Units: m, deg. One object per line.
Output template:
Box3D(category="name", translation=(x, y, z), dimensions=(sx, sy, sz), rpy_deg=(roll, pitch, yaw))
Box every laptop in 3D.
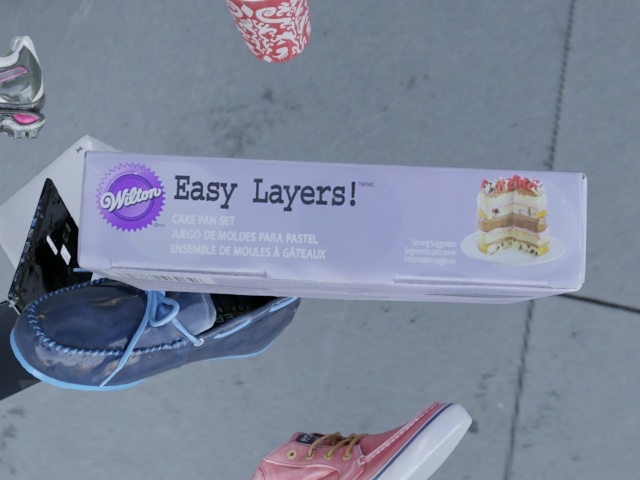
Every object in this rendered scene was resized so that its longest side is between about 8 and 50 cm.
Box3D(category="laptop", translation=(-0.409, 0.081, 1.657), dimensions=(0.136, 0.234, 0.264), rpy_deg=(8, 64, 9))

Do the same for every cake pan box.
Box3D(category="cake pan box", translation=(0.000, 0.000, 0.755), dimensions=(0.267, 0.246, 0.070), rpy_deg=(2, 84, 1))

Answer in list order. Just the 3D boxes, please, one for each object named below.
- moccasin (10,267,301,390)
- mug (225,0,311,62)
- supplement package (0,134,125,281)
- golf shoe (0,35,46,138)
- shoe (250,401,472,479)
Box3D(category="moccasin", translation=(-0.156, 0.059, 1.319), dimensions=(0.342, 0.117, 0.137), rpy_deg=(-11, 59, -49))
Box3D(category="mug", translation=(-0.054, -0.317, 1.628), dimensions=(0.113, 0.169, 0.150), rpy_deg=(37, 76, 19))
Box3D(category="supplement package", translation=(-0.320, 0.019, 1.891), dimensions=(0.204, 0.145, 0.262), rpy_deg=(-38, 70, 9))
Box3D(category="golf shoe", translation=(-0.444, -0.171, 1.450), dimensions=(0.273, 0.105, 0.120), rpy_deg=(-6, 104, -34))
Box3D(category="shoe", translation=(0.017, 0.151, 0.868), dimensions=(0.178, 0.063, 0.081), rpy_deg=(-48, 70, 20))
